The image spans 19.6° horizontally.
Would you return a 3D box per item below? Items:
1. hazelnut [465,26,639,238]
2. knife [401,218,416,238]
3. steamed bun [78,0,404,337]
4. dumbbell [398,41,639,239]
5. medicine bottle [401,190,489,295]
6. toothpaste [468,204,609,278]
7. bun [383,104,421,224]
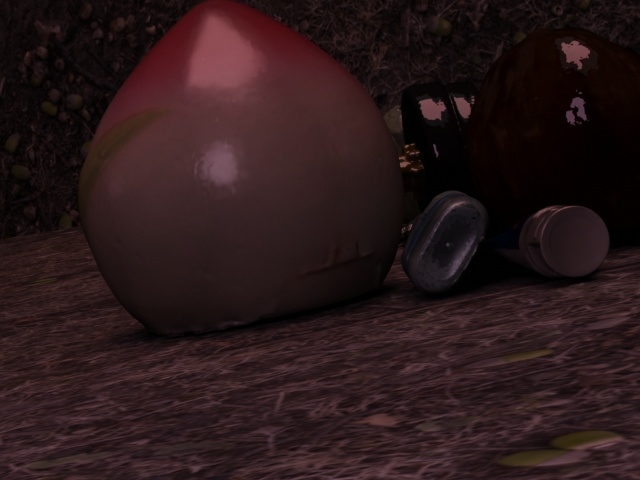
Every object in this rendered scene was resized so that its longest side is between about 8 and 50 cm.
[{"bbox_3d":[0.247,-0.099,1.728,0.218,0.218,0.234,-12,-3,-25],"label":"hazelnut"},{"bbox_3d":[0.217,-0.030,2.156,0.296,0.026,0.044,-9,6,-18],"label":"knife"},{"bbox_3d":[-0.075,-0.074,1.663,0.309,0.309,0.309,-10,4,1],"label":"steamed bun"},{"bbox_3d":[0.240,-0.098,1.944,0.388,0.185,0.185,-11,4,-3],"label":"dumbbell"},{"bbox_3d":[0.106,-0.001,1.616,0.054,0.090,0.208,29,3,-3],"label":"medicine bottle"},{"bbox_3d":[0.182,0.007,1.587,0.096,0.061,0.266,-11,-2,-9],"label":"toothpaste"},{"bbox_3d":[0.155,-0.086,2.192,0.212,0.126,0.204,-29,-35,14],"label":"bun"}]
